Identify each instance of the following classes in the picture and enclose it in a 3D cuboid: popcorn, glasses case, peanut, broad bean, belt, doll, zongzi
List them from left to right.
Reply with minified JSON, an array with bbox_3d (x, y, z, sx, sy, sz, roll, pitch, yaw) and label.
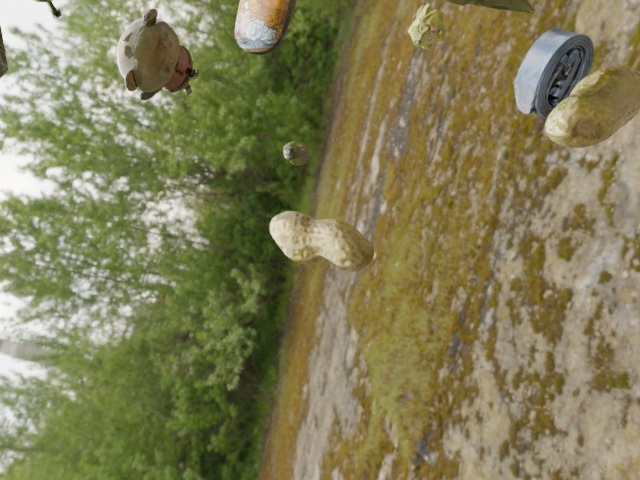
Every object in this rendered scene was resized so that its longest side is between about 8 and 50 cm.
[{"bbox_3d":[-0.454,-0.503,1.679,0.330,0.174,0.234,-27,-42,-81],"label":"doll"},{"bbox_3d":[-0.114,-0.591,1.392,0.082,0.122,0.320,22,-100,-59],"label":"glasses case"},{"bbox_3d":[-0.076,-0.285,1.961,0.061,0.077,0.339,64,-175,2],"label":"broad bean"},{"bbox_3d":[0.000,0.002,0.999,0.089,0.193,0.089,-36,-48,-54],"label":"peanut"},{"bbox_3d":[0.273,-0.553,1.542,0.089,0.097,0.109,57,166,17],"label":"popcorn"},{"bbox_3d":[0.537,-0.801,1.940,0.251,0.274,0.125,-29,-19,-30],"label":"zongzi"},{"bbox_3d":[0.501,-0.359,1.291,0.082,0.142,0.190,48,124,50],"label":"belt"},{"bbox_3d":[0.494,-0.239,1.079,0.236,0.120,0.110,-32,-21,-23],"label":"peanut"}]

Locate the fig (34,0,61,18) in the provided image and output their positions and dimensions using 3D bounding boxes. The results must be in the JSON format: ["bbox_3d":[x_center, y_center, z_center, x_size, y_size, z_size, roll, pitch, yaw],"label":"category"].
[{"bbox_3d":[-0.684,-0.649,1.477,0.259,0.152,0.151,-162,87,-81],"label":"fig"}]

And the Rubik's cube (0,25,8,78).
[{"bbox_3d":[-0.825,-0.418,1.238,0.264,0.319,0.318,17,93,50],"label":"Rubik's cube"}]
